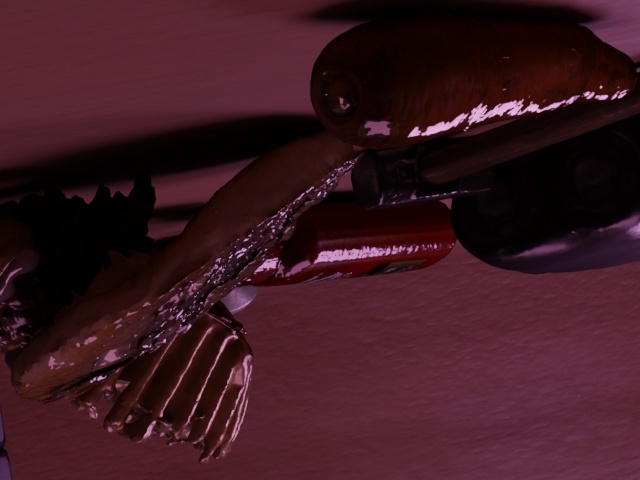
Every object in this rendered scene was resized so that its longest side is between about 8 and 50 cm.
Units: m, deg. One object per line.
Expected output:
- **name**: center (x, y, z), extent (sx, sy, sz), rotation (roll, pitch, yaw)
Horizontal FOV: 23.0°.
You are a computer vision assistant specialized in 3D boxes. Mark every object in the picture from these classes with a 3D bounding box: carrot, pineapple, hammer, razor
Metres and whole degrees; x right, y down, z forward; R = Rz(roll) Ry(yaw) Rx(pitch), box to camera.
- **carrot**: center (0.085, -0.080, 0.746), extent (0.059, 0.059, 0.248), rotation (-14, 178, 42)
- **pineapple**: center (-0.187, 0.013, 1.037), extent (0.198, 0.108, 0.108), rotation (-21, 172, 25)
- **hammer**: center (0.166, -0.079, 1.060), extent (0.111, 0.043, 0.365), rotation (-7, 173, -35)
- **razor**: center (0.269, -0.040, 1.341), extent (0.204, 0.113, 0.349), rotation (-17, 173, 36)

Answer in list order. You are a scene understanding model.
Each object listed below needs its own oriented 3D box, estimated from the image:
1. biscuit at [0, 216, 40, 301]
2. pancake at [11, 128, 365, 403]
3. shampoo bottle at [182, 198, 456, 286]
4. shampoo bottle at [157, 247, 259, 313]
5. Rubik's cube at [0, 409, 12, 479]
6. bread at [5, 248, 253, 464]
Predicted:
- **biscuit**: center (-0.316, 0.033, 0.882), extent (0.197, 0.049, 0.301), rotation (-38, 151, 28)
- **pancake**: center (-0.086, 0.021, 1.021), extent (0.282, 0.049, 0.282), rotation (-39, 178, -1)
- **shampoo bottle**: center (0.000, 0.001, 1.459), extent (0.118, 0.076, 0.314), rotation (-4, 180, 36)
- **shampoo bottle**: center (-0.136, 0.044, 1.631), extent (0.118, 0.087, 0.234), rotation (-4, 173, -32)
- **Rubik's cube**: center (-0.446, 0.201, 1.222), extent (0.345, 0.343, 0.337), rotation (-11, 176, 7)
- **bread**: center (-0.167, 0.085, 1.378), extent (0.149, 0.274, 0.274), rotation (-53, 176, -1)
